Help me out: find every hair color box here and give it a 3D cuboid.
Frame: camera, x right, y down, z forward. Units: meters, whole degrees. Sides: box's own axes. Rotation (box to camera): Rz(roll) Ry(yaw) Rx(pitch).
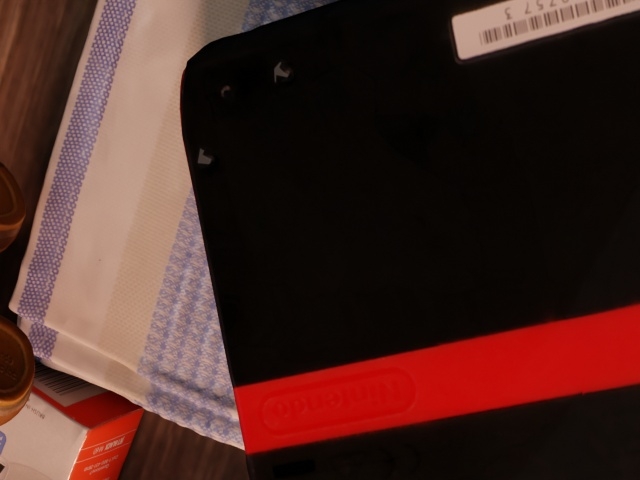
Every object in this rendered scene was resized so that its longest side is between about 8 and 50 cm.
[{"bbox_3d":[-0.161,0.135,0.928,0.093,0.053,0.167,30,110,22],"label":"hair color box"}]

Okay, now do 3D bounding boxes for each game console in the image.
[{"bbox_3d":[0.133,0.047,0.716,0.386,0.060,0.342,-14,83,30],"label":"game console"}]

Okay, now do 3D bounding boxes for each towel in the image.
[{"bbox_3d":[0.000,0.000,0.834,0.285,0.034,0.209,21,102,22],"label":"towel"}]

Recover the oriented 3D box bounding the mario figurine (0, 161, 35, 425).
[{"bbox_3d":[-0.246,0.079,0.912,0.320,0.198,0.170,-29,109,34],"label":"mario figurine"}]
